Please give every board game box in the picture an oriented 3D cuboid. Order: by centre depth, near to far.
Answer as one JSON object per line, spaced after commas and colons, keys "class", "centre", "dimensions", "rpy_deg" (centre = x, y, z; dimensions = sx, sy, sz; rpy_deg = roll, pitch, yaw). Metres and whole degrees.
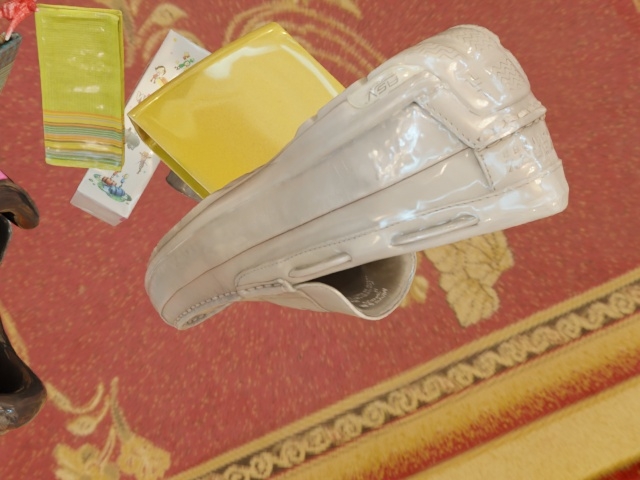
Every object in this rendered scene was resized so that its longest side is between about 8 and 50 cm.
{"class": "board game box", "centre": [-0.302, -0.181, 1.635], "dimensions": [0.097, 0.224, 0.303], "rpy_deg": [29, 80, -15]}

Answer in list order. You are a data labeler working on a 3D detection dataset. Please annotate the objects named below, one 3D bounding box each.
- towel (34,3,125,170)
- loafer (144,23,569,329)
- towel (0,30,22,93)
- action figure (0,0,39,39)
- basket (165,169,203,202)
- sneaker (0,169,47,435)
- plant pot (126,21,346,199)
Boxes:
{"class": "towel", "centre": [-0.294, -0.181, 1.199], "dimensions": [0.102, 0.021, 0.237], "rpy_deg": [2, 135, -9]}
{"class": "loafer", "centre": [0.000, 0.000, 0.552], "dimensions": [0.112, 0.319, 0.111], "rpy_deg": [-32, 90, -40]}
{"class": "towel", "centre": [-0.606, -0.160, 1.509], "dimensions": [0.040, 0.370, 0.271], "rpy_deg": [44, 50, -3]}
{"class": "action figure", "centre": [-0.237, -0.230, 0.635], "dimensions": [0.280, 0.091, 0.139], "rpy_deg": [22, 51, 18]}
{"class": "basket", "centre": [-0.126, -0.173, 1.538], "dimensions": [0.154, 0.204, 0.227], "rpy_deg": [26, 100, 12]}
{"class": "sneaker", "centre": [-0.322, -0.059, 0.732], "dimensions": [0.202, 0.185, 0.483], "rpy_deg": [-11, 104, 11]}
{"class": "plant pot", "centre": [-0.069, -0.119, 1.098], "dimensions": [0.212, 0.212, 0.187], "rpy_deg": [43, 85, -3]}
